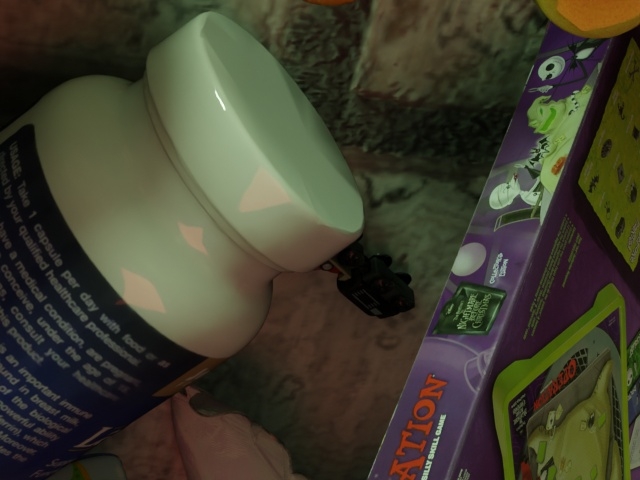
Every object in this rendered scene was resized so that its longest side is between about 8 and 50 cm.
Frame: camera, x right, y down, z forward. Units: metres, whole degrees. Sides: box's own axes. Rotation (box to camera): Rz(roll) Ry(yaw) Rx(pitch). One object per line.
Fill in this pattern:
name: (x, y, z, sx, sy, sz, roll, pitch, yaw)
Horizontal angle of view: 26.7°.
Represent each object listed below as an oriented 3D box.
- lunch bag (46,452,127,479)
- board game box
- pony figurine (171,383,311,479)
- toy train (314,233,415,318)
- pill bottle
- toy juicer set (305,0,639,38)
lunch bag: (-0.196, 0.221, 0.814, 0.176, 0.090, 0.219, -15, 154, -25)
board game box: (0.123, 0.075, 0.663, 0.056, 0.347, 0.208, -1, 144, 42)
pony figurine: (0.051, 0.251, 0.855, 0.363, 0.303, 0.351, -17, 137, -23)
toy train: (0.000, 0.000, 0.753, 0.036, 0.027, 0.158, -25, 135, 25)
pill bottle: (-0.119, 0.016, 0.648, 0.264, 0.153, 0.153, -34, 131, 18)
toy juicer set: (0.041, -0.240, 0.508, 0.209, 0.089, 0.329, 2, 117, 6)
